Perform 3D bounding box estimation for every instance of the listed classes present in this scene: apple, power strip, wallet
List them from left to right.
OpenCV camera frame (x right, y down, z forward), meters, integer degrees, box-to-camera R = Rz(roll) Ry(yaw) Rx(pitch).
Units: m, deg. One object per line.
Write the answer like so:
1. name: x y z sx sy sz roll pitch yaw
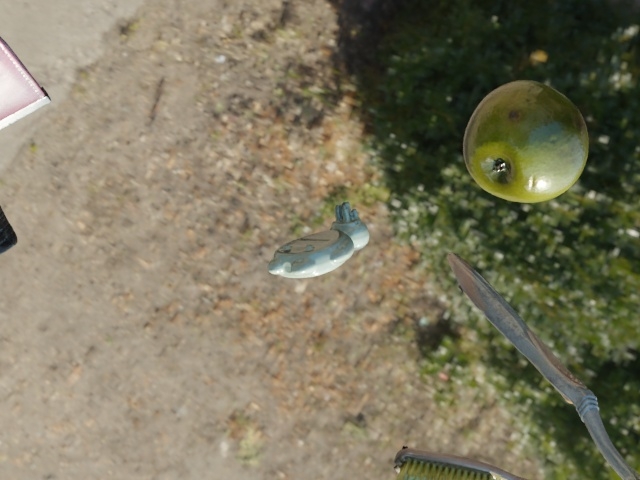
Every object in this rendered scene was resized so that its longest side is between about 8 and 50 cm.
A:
1. wallet: -0.409 -0.126 1.205 0.232 0.025 0.119 -29 147 0
2. power strip: 0.000 0.000 0.778 0.083 0.055 0.035 -27 111 -45
3. apple: 0.310 -0.147 1.773 0.157 0.196 0.196 -40 133 -36

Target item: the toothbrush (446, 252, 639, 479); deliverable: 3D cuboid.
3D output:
1. toothbrush: 0.202 0.114 1.003 0.028 0.375 0.037 15 113 -35

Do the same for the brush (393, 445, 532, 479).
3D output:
1. brush: 0.248 0.344 1.553 0.072 0.312 0.067 85 18 -47

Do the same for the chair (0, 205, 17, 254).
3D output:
1. chair: -0.517 0.017 1.642 0.221 0.145 0.140 -36 125 -30
